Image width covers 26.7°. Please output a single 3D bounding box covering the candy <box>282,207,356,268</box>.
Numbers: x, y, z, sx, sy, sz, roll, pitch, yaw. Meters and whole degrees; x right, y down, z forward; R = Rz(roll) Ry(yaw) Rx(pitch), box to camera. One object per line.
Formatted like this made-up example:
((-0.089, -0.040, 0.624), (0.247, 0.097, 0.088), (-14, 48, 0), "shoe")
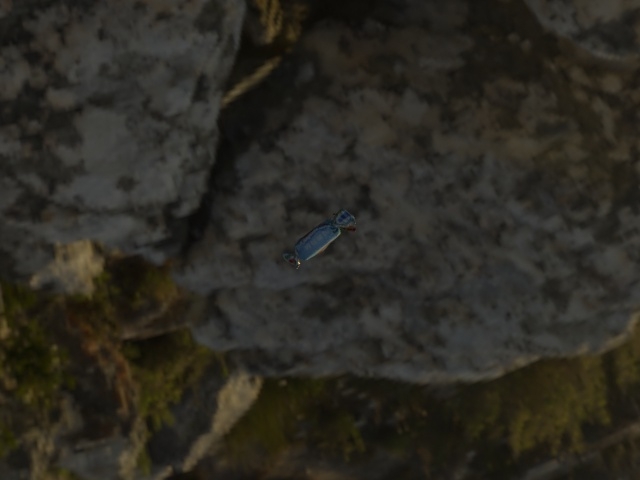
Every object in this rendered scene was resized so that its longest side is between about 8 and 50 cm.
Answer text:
((0.000, 0.000, 1.333), (0.083, 0.020, 0.030), (-40, 96, 19), "candy")
